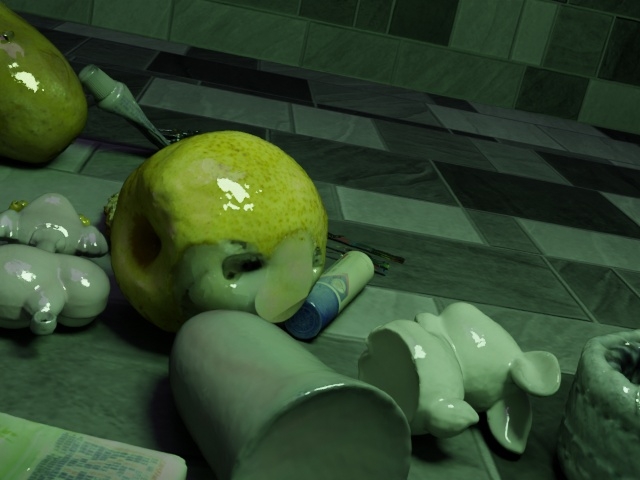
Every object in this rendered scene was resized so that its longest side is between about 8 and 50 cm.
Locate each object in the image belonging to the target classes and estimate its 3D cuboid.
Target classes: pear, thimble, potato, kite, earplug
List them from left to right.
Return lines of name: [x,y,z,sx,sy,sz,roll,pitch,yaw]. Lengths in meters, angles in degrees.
potato: [-0.592,-0.246,1.528,0.296,0.397,0.290,43,54,-16]
pear: [-0.119,-0.006,1.036,0.271,0.271,0.271,11,20,-4]
earplug: [-0.064,0.153,0.808,0.172,0.173,0.301,1,16,-29]
kite: [0.000,0.000,1.434,0.285,0.015,0.152,18,21,15]
thimble: [0.379,0.213,0.885,0.245,0.157,0.217,19,23,19]

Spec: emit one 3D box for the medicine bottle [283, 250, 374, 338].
medicine bottle: [0.016,0.072,1.184,0.059,0.059,0.231,18,20,15]

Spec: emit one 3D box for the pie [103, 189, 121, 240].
pie: [-0.194,-0.023,1.278,0.308,0.086,0.308,12,21,-4]

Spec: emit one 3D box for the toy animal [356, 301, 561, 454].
toy animal: [0.152,0.155,0.946,0.193,0.128,0.178,4,24,-24]

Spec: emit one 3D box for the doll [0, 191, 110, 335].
doll: [-0.346,0.022,1.060,0.160,0.094,0.365,13,20,-20]

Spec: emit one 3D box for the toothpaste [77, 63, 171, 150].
toothpaste: [-0.359,-0.237,1.625,0.282,0.068,0.099,44,18,-48]

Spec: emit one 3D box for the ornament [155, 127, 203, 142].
ornament: [-0.304,-0.229,1.853,0.125,0.028,0.073,2,22,-22]

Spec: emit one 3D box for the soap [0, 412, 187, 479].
soap: [-0.202,0.221,0.539,0.182,0.139,0.199,12,20,3]
